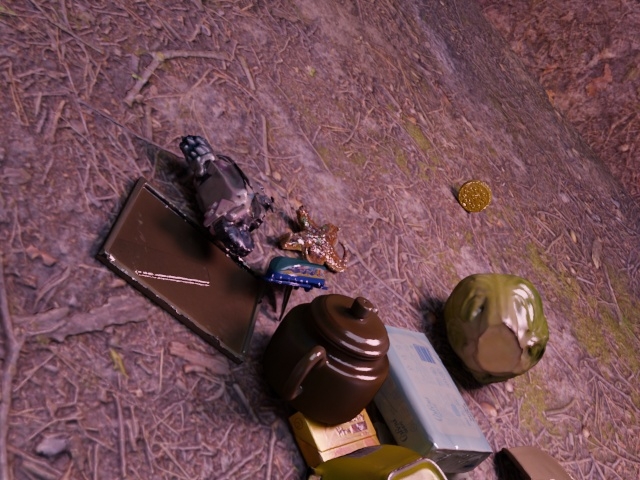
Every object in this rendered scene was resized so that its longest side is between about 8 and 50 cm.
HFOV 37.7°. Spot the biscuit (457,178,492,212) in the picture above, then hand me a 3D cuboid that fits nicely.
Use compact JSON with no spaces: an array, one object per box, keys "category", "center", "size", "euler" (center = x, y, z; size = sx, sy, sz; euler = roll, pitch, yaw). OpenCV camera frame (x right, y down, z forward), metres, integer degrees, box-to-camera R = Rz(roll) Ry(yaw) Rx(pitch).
[{"category":"biscuit","center":[0.382,-0.110,2.321],"size":[0.084,0.084,0.023],"euler":[50,31,-5]}]

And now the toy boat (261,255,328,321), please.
[{"category":"toy boat","center":[-0.052,0.082,1.557],"size":[0.175,0.091,0.110],"euler":[16,85,-67]}]

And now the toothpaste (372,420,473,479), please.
[{"category":"toothpaste","center":[0.181,0.376,1.610],"size":[0.233,0.038,0.060],"euler":[32,26,-27]}]

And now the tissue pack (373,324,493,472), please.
[{"category":"tissue pack","center":[0.168,0.274,1.617],"size":[0.177,0.089,0.263],"euler":[15,37,-44]}]

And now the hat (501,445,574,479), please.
[{"category":"hat","center":[0.414,0.485,1.799],"size":[0.173,0.144,0.166],"euler":[20,8,43]}]

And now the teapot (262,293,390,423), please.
[{"category":"teapot","center":[0.020,0.163,1.438],"size":[0.186,0.175,0.268],"euler":[35,24,13]}]

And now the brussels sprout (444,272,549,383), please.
[{"category":"brussels sprout","center":[0.356,0.176,1.893],"size":[0.244,0.244,0.244],"euler":[33,36,-29]}]

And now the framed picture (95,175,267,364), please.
[{"category":"framed picture","center":[-0.203,0.043,1.458],"size":[0.281,0.019,0.209],"euler":[41,33,-18]}]

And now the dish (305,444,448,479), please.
[{"category":"dish","center":[0.110,0.386,1.357],"size":[0.262,0.108,0.221],"euler":[9,52,-47]}]

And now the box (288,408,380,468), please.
[{"category":"box","center":[0.060,0.377,1.441],"size":[0.152,0.043,0.269],"euler":[0,58,-52]}]

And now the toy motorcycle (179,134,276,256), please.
[{"category":"toy motorcycle","center":[-0.171,-0.086,1.556],"size":[0.204,0.108,0.239],"euler":[48,5,-15]}]

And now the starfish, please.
[{"category":"starfish","center":[-0.009,0.004,1.745],"size":[0.150,0.053,0.209],"euler":[62,26,-8]}]
